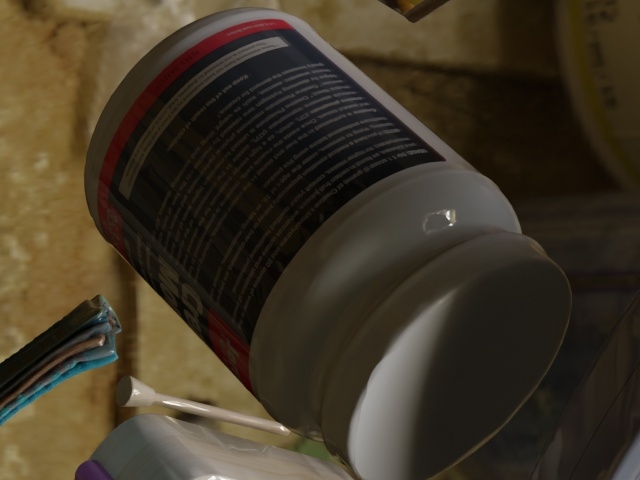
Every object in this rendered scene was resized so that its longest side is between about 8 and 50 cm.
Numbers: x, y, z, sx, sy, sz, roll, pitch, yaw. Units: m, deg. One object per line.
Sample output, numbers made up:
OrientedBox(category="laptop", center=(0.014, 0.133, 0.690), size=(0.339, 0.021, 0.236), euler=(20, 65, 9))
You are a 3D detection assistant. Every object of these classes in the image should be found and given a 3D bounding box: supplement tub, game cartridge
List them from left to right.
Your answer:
OrientedBox(category="supplement tub", center=(0.000, 0.000, 1.192), size=(0.191, 0.272, 0.191), euler=(-28, 142, -25))
OrientedBox(category="game cartridge", center=(0.218, 0.081, 1.098), size=(0.198, 0.297, 0.062), euler=(-11, 49, -36))

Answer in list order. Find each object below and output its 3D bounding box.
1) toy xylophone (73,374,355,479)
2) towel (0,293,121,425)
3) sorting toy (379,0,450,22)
OrientedBox(category="toy xylophone", center=(-0.064, 0.220, 1.702), size=(0.323, 0.236, 0.081), euler=(22, 99, -29))
OrientedBox(category="towel", center=(-0.312, 0.169, 1.551), size=(0.370, 0.271, 0.040), euler=(-36, 95, -4))
OrientedBox(category="sorting toy", center=(0.060, -0.153, 1.096), size=(0.062, 0.083, 0.012), euler=(30, 46, -34))
